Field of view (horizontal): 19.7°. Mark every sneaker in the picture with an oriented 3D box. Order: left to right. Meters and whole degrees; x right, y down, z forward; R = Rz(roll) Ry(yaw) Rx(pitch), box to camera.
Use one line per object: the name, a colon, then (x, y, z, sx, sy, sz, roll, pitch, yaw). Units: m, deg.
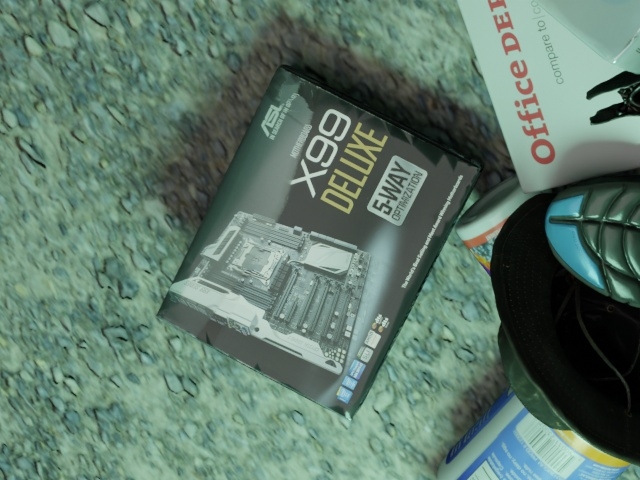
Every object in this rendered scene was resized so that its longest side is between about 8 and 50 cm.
sneaker: (0.329, -0.137, 1.650, 0.170, 0.089, 0.051, -2, 113, 21)
sneaker: (0.376, -0.008, 1.798, 0.341, 0.140, 0.125, 7, 113, -11)

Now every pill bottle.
pill bottle: (0.224, 0.254, 2.020, 0.152, 0.152, 0.272, 38, 120, 0)
pill bottle: (0.239, 0.030, 1.938, 0.108, 0.108, 0.193, -34, 99, 29)

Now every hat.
hat: (0.274, 0.118, 1.815, 0.331, 0.331, 0.134, 41, 132, -2)

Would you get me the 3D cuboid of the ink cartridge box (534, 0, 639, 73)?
ink cartridge box: (0.229, -0.381, 1.620, 0.385, 0.091, 0.308, 43, 105, 21)

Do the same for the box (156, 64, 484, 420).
box: (0.000, 0.000, 1.975, 0.242, 0.076, 0.307, 28, 99, 6)

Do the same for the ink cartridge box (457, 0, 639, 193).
ink cartridge box: (0.344, -0.234, 1.749, 0.395, 0.166, 0.285, -13, 107, 25)
